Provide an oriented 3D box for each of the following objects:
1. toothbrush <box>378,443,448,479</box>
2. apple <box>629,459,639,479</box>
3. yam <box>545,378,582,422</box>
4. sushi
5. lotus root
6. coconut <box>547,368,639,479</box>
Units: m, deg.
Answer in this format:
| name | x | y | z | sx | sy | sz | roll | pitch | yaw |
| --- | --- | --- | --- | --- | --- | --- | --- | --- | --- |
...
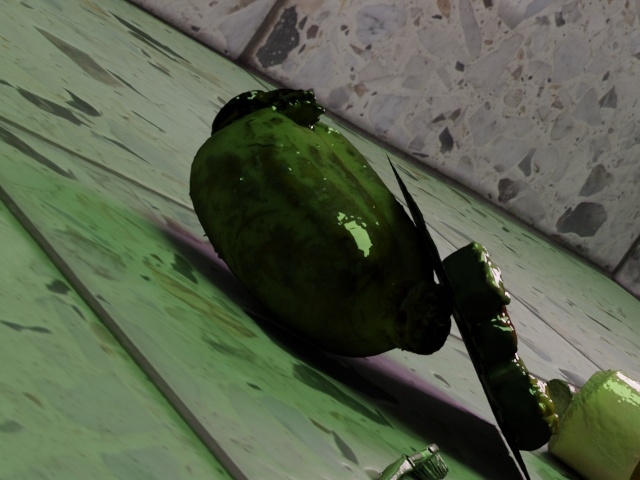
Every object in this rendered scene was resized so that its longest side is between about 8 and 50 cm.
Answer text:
| name | x | y | z | sx | sy | sz | roll | pitch | yaw |
| --- | --- | --- | --- | --- | --- | --- | --- | --- | --- |
| toothbrush | 0.050 | 0.166 | 1.216 | 0.028 | 0.026 | 0.294 | 51 | 11 | 11 |
| apple | 0.355 | 0.235 | 1.488 | 0.196 | 0.196 | 0.196 | 33 | 8 | -5 |
| yam | 0.314 | 0.204 | 1.916 | 0.253 | 0.061 | 0.061 | 26 | 11 | -47 |
| sushi | 0.146 | 0.065 | 1.549 | 0.264 | 0.050 | 0.290 | -108 | 175 | -77 |
| lotus root | 0.000 | 0.000 | 1.526 | 0.173 | 0.173 | 0.309 | 24 | 22 | -50 |
| coconut | 0.296 | 0.194 | 1.717 | 0.122 | 0.116 | 0.116 | 36 | 8 | 16 |
